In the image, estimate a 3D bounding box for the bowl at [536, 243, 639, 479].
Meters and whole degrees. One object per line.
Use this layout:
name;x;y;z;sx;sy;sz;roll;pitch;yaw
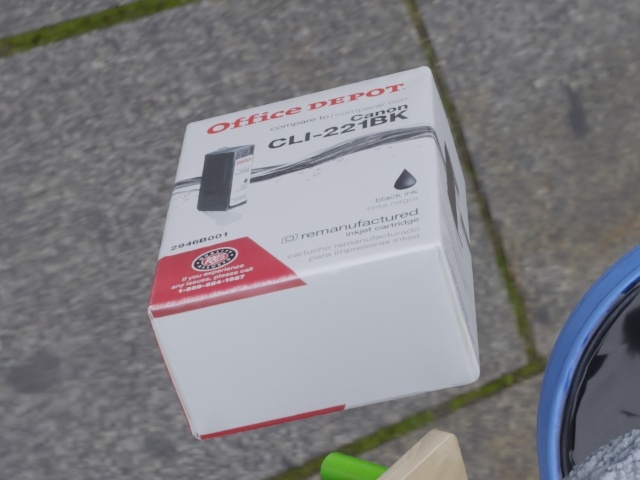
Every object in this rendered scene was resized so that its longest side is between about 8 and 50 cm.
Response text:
bowl;0.364;0.163;1.388;0.391;0.077;0.391;1;93;12

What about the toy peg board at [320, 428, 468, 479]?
toy peg board;0.015;0.206;0.983;0.161;0.079;0.160;-37;124;-36

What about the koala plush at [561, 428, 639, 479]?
koala plush;0.279;0.165;0.917;0.221;0.203;0.196;-39;131;5

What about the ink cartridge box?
ink cartridge box;0.000;0.000;1.239;0.197;0.273;0.114;-13;118;9
